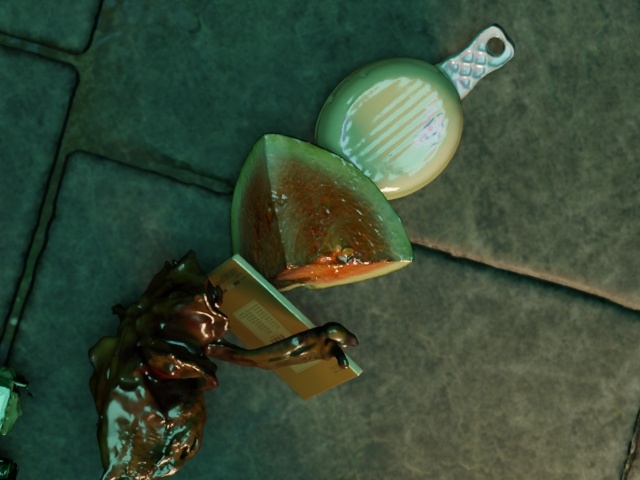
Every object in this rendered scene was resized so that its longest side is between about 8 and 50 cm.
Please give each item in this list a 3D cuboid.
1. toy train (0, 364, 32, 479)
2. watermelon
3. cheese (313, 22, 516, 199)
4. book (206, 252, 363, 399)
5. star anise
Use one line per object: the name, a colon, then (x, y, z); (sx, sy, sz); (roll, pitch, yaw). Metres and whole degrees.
toy train: (-0.419, 0.170, 1.398); (0.269, 0.115, 0.154); (16, 84, -8)
watermelon: (0.001, -0.011, 1.429); (0.145, 0.137, 0.193); (-5, 125, -23)
cheese: (0.103, -0.140, 1.460); (0.227, 0.064, 0.137); (-39, 102, -2)
book: (-0.048, 0.089, 1.439); (0.172, 0.118, 0.012); (44, 58, -9)
star anise: (-0.114, 0.120, 1.362); (0.346, 0.237, 0.148); (-19, 137, 31)
